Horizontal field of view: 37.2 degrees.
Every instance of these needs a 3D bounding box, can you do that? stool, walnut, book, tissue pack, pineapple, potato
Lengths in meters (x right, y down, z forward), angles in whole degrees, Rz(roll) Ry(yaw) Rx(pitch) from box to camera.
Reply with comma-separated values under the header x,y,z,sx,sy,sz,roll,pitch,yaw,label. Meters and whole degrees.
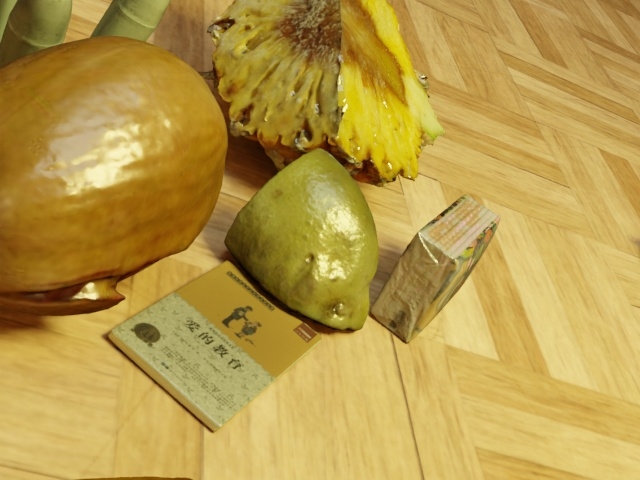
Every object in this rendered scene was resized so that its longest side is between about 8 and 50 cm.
x,y,z,sx,sy,sz,roll,pitch,yaw,label
-0.274,-0.198,0.863,0.195,0.199,0.195,37,33,13,stool
-0.198,-0.050,0.725,0.203,0.203,0.298,42,36,17,walnut
-0.084,0.083,0.807,0.118,0.012,0.172,39,32,11,book
0.121,0.026,0.973,0.060,0.108,0.148,37,31,12,tissue pack
0.003,-0.160,1.124,0.286,0.209,0.344,40,42,-51,pineapple
0.000,0.000,0.881,0.149,0.120,0.081,40,20,15,potato

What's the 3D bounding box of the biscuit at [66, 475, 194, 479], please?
x,y,z,sx,sy,sz,roll,pitch,yaw,label
-0.091,0.273,0.460,0.359,0.046,0.359,23,40,-21,biscuit
